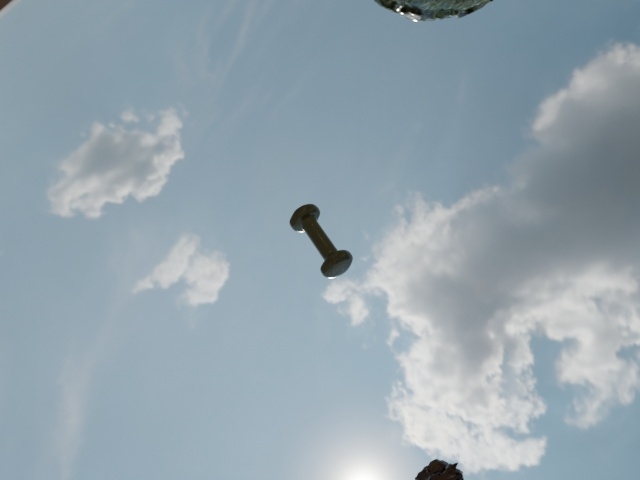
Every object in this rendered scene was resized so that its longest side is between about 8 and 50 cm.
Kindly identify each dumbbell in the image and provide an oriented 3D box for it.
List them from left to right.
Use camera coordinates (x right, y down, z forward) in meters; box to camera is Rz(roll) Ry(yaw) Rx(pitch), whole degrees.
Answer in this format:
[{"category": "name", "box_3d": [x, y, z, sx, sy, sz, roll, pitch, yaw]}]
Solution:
[{"category": "dumbbell", "box_3d": [0.000, 0.000, 0.887, 0.118, 0.046, 0.052, 56, -44, 29]}]

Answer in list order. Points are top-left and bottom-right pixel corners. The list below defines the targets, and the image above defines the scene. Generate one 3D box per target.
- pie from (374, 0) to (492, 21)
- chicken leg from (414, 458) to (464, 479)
[{"category": "pie", "box_3d": [0.170, -0.375, 0.670, 0.302, 0.302, 0.067, -41, -119, -2]}, {"category": "chicken leg", "box_3d": [0.023, 0.356, 0.631, 0.323, 0.177, 0.083, -60, -143, 5]}]
